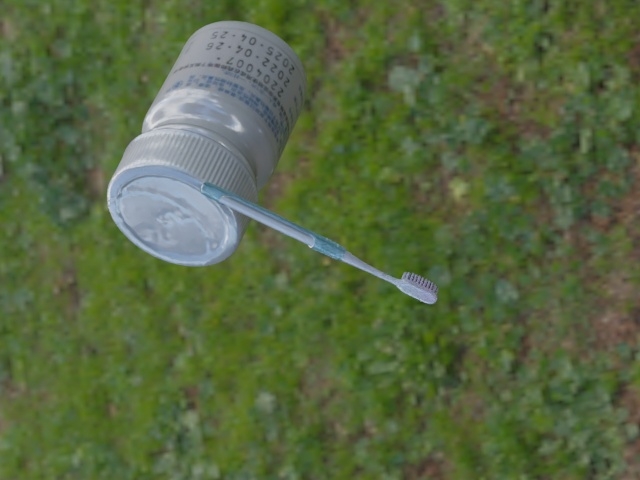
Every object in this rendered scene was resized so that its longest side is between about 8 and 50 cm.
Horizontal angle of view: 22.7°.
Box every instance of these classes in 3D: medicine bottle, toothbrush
[{"bbox_3d":[-0.079,-0.073,1.162,0.105,0.105,0.168,-42,19,46],"label":"medicine bottle"},{"bbox_3d":[0.000,0.000,1.019,0.167,0.014,0.011,25,131,-1],"label":"toothbrush"}]
